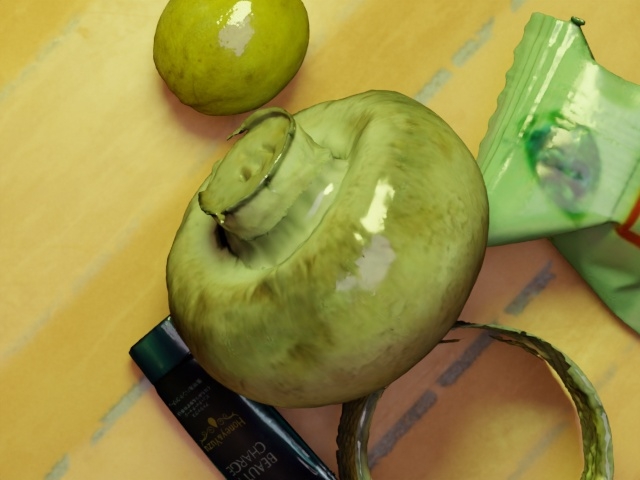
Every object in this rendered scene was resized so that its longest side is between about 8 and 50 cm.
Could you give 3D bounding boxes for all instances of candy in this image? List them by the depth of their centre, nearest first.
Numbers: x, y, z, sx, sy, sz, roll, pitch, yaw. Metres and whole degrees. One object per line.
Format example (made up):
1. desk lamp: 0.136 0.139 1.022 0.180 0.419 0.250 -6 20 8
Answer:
1. candy: 0.341 -0.032 1.855 0.398 0.172 0.262 28 94 -23

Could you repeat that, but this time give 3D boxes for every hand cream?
1. hand cream: -0.084 0.192 1.818 0.270 0.061 0.120 49 126 0

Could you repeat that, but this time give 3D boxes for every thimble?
1. thimble: 0.152 0.210 1.803 0.271 0.150 0.270 0 86 -5

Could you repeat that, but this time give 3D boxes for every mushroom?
1. mushroom: 0.000 0.000 1.713 0.260 0.352 0.352 41 83 -30

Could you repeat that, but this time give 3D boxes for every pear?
1. pear: -0.091 -0.206 1.818 0.162 0.149 0.149 -43 90 3
